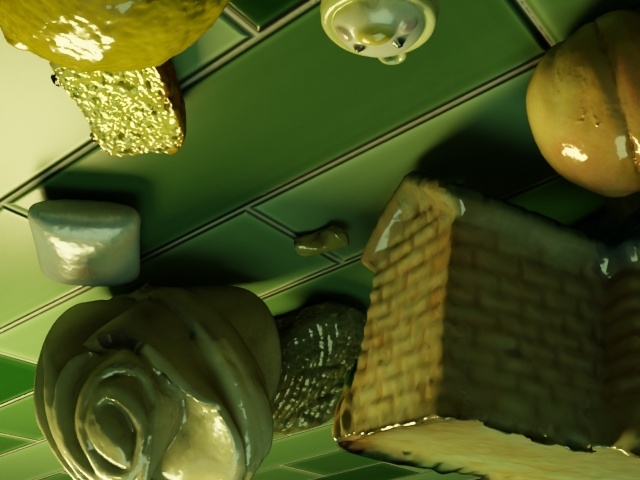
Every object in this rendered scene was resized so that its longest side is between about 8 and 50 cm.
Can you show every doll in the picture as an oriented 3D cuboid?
[{"bbox_3d":[0.033,-0.227,0.606,0.141,0.117,0.296,-8,150,16],"label":"doll"}]

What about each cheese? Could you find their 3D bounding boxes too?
[{"bbox_3d":[0.000,0.000,1.084,0.083,0.030,0.044,-16,155,31],"label":"cheese"}]

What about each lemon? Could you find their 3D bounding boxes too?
[{"bbox_3d":[-0.150,-0.215,0.531,0.192,0.192,0.231,20,156,-35],"label":"lemon"}]

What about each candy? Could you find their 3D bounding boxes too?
[{"bbox_3d":[-0.311,0.007,1.018,0.138,0.071,0.174,3,150,-12],"label":"candy"}]

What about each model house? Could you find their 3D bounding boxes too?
[{"bbox_3d":[0.275,0.100,0.985,0.445,0.400,0.395,15,158,-16],"label":"model house"}]

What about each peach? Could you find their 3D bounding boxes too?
[{"bbox_3d":[0.300,-0.130,0.754,0.184,0.184,0.184,-3,150,-2],"label":"peach"}]

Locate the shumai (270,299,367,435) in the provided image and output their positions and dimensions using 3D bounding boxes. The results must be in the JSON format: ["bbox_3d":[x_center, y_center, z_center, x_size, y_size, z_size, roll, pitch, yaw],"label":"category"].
[{"bbox_3d":[-0.049,0.190,1.335,0.271,0.203,0.222,-25,123,-13],"label":"shumai"}]

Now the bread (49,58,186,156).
[{"bbox_3d":[-0.196,-0.157,0.757,0.103,0.065,0.187,-7,151,8],"label":"bread"}]

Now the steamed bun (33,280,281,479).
[{"bbox_3d":[-0.252,0.225,1.110,0.367,0.343,0.255,-3,173,9],"label":"steamed bun"}]
